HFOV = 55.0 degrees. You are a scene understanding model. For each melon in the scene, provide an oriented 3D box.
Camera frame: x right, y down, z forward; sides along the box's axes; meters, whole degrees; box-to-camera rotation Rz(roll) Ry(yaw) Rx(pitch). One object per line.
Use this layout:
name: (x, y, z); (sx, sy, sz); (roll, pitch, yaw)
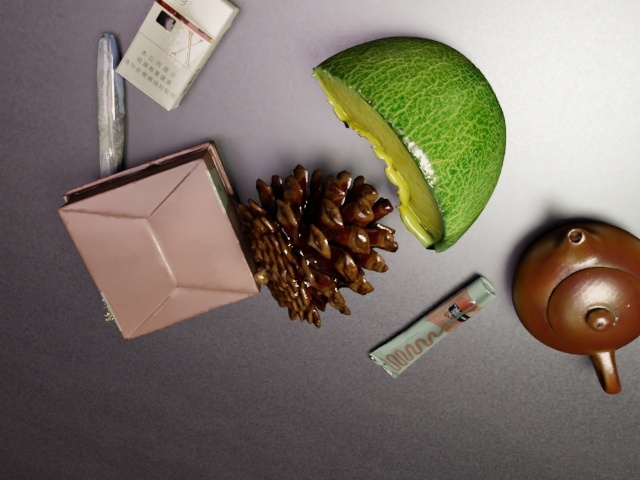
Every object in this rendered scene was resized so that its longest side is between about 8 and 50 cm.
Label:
melon: (0.138, -0.129, 0.681); (0.169, 0.129, 0.265); (-39, 105, -12)

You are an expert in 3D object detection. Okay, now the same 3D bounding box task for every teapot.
teapot: (0.337, 0.090, 0.766); (0.178, 0.135, 0.251); (-15, 108, 19)

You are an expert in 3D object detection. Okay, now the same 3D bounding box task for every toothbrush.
toothbrush: (-0.290, -0.074, 0.856); (0.035, 0.042, 0.413); (8, 111, 6)

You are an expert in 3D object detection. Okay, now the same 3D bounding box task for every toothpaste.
toothpaste: (0.157, 0.124, 0.865); (0.056, 0.036, 0.205); (41, 117, -10)

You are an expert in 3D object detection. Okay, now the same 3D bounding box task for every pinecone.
pinecone: (0.000, 0.000, 0.762); (0.208, 0.207, 0.207); (3, 113, 8)

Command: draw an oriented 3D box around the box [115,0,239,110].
box: (-0.177, -0.248, 0.762); (0.084, 0.040, 0.154); (38, 114, -6)

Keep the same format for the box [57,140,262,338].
box: (-0.207, 0.003, 0.824); (0.215, 0.086, 0.215); (-18, 109, 4)
